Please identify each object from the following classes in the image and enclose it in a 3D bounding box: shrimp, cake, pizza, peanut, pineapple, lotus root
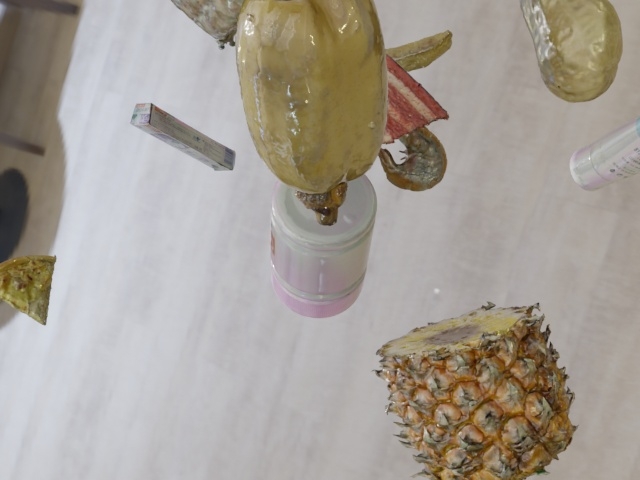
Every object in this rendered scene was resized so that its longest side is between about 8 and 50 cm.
[{"bbox_3d":[0.178,-0.175,2.145,0.132,0.187,0.051,-50,21,-14],"label":"shrimp"},{"bbox_3d":[0.096,-0.215,1.935,0.262,0.158,0.159,50,154,37],"label":"cake"},{"bbox_3d":[-0.407,0.069,1.518,0.026,0.123,0.108,-40,78,45],"label":"pizza"},{"bbox_3d":[0.320,-0.294,1.379,0.120,0.110,0.236,114,143,-84],"label":"peanut"},{"bbox_3d":[0.282,0.284,1.912,0.352,0.352,0.300,-22,88,42],"label":"pineapple"},{"bbox_3d":[-0.007,-0.164,1.238,0.151,0.169,0.343,46,153,39],"label":"lotus root"}]

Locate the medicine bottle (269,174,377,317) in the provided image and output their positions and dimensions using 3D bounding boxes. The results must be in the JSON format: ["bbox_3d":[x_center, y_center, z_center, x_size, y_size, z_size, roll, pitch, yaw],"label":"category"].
[{"bbox_3d":[0.000,0.000,2.114,0.316,0.202,0.202,97,162,-60],"label":"medicine bottle"}]

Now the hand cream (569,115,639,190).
[{"bbox_3d":[0.463,-0.147,1.466,0.312,0.111,0.070,-30,41,59],"label":"hand cream"}]

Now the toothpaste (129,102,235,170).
[{"bbox_3d":[-0.214,-0.163,1.707,0.047,0.196,0.040,3,73,41],"label":"toothpaste"}]

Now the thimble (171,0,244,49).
[{"bbox_3d":[-0.101,-0.353,1.287,0.196,0.148,0.229,-55,10,-28],"label":"thimble"}]

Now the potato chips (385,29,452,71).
[{"bbox_3d":[0.109,-0.408,2.419,0.407,0.057,0.080,0,62,32],"label":"potato chips"}]
